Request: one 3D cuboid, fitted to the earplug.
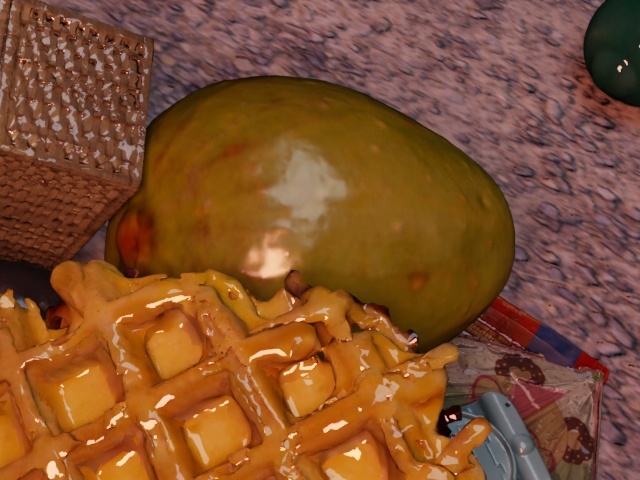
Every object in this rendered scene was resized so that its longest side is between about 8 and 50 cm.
[{"bbox_3d":[0.420,-0.209,1.492,0.280,0.164,0.257,-30,102,-27],"label":"earplug"}]

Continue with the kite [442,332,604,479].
[{"bbox_3d":[0.139,0.162,1.090,0.268,0.013,0.323,-25,64,-31],"label":"kite"}]

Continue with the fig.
[{"bbox_3d":[0.000,0.000,1.023,0.326,0.258,0.258,-6,52,-27],"label":"fig"}]

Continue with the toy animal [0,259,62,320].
[{"bbox_3d":[-0.325,0.040,0.911,0.343,0.106,0.168,30,85,-7],"label":"toy animal"}]

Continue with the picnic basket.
[{"bbox_3d":[-0.234,-0.077,0.988,0.154,0.196,0.134,14,63,-26],"label":"picnic basket"}]

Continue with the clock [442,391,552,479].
[{"bbox_3d":[0.100,0.181,1.025,0.147,0.045,0.108,-10,56,-24],"label":"clock"}]

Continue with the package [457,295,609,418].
[{"bbox_3d":[0.162,0.085,1.177,0.200,0.022,0.083,36,48,8],"label":"package"}]

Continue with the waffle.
[{"bbox_3d":[-0.093,0.190,0.772,0.382,0.095,0.379,9,74,17],"label":"waffle"}]
